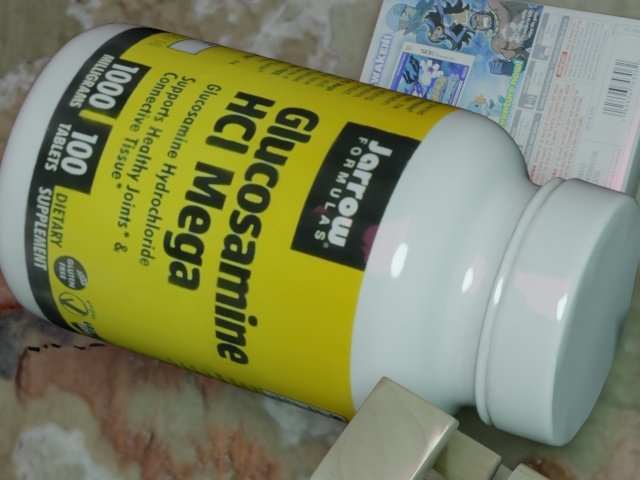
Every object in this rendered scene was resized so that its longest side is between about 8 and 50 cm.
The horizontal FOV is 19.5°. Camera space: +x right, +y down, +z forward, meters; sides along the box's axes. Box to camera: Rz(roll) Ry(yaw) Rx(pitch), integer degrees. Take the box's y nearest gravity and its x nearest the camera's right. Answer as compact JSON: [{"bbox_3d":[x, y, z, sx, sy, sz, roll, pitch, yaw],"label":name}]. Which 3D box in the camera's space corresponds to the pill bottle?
[{"bbox_3d":[0.000,0.000,1.054,0.334,0.188,0.188,16,78,22],"label":"pill bottle"}]

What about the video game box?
[{"bbox_3d":[0.105,-0.051,1.164,0.187,0.048,0.205,13,77,19],"label":"video game box"}]

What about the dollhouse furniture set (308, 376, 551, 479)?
[{"bbox_3d":[0.142,0.260,0.921,0.303,0.286,0.198,30,83,35],"label":"dollhouse furniture set"}]
